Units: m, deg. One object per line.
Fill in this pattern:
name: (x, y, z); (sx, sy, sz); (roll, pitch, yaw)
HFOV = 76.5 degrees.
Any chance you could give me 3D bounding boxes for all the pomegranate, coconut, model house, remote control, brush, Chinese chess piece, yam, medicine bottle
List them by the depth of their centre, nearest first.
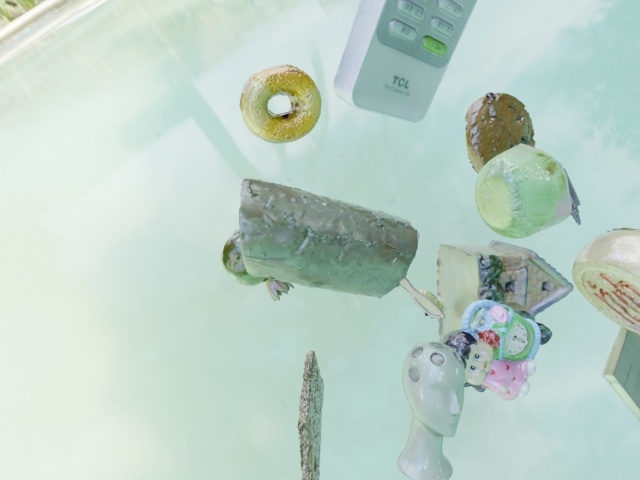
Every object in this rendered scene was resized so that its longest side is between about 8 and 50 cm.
remote control: (0.092, -0.218, 0.308); (0.034, 0.103, 0.250); (44, 122, 40)
yam: (0.000, 0.000, 0.690); (0.304, 0.168, 0.168); (12, 42, -17)
Chinese chess piece: (0.691, 0.097, 0.869); (0.112, 0.270, 0.270); (-43, 43, -7)
coconut: (0.497, -0.117, 0.992); (0.236, 0.205, 0.236); (6, 50, -7)
pomegranate: (-0.164, 0.062, 1.110); (0.187, 0.225, 0.187); (-38, 5, 4)
medicine bottle: (0.829, -0.143, 1.362); (0.057, 0.199, 0.057); (-24, 1, 0)
model house: (0.665, 0.232, 1.462); (0.400, 0.445, 0.395); (0, 4, -6)
brush: (0.353, 0.182, 1.481); (0.072, 0.313, 0.067); (-22, 36, 44)

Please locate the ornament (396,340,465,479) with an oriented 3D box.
ornament: (0.133, 0.199, 0.482); (0.074, 0.156, 0.081); (1, 8, -27)

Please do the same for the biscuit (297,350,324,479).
biscuit: (-0.019, 0.340, 0.759); (0.026, 0.131, 0.237); (-6, 39, 10)

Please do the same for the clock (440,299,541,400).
clock: (0.348, 0.224, 0.852); (0.100, 0.195, 0.194); (6, 78, 70)

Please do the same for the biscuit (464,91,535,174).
biscuit: (0.566, -0.315, 1.259); (0.296, 0.296, 0.075); (-49, 19, -18)

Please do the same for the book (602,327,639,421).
book: (0.790, 0.360, 0.959); (0.215, 0.283, 0.025); (-35, -3, -36)

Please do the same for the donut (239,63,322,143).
donut: (-0.080, -0.302, 0.905); (0.190, 0.174, 0.074); (-4, 20, -22)
